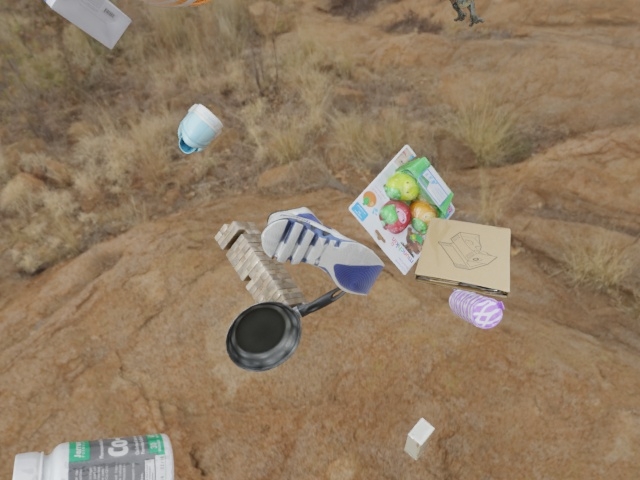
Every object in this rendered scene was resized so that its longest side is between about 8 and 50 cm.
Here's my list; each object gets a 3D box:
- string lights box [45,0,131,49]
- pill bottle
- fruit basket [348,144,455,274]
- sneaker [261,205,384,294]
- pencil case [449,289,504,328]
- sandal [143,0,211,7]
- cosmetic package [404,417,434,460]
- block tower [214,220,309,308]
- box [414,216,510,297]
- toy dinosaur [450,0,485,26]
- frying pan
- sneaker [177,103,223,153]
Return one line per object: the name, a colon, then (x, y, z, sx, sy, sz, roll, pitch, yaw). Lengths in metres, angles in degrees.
string lights box: (-0.504, -0.499, 1.039, 0.077, 0.133, 0.259, -52, 54, 6)
pill bottle: (-0.572, 0.612, 1.297, 0.360, 0.204, 0.204, 5, 44, -28)
fruit basket: (0.309, -0.113, 1.818, 0.353, 0.327, 0.165, -49, 17, -27)
sneaker: (-0.001, 0.000, 1.247, 0.315, 0.128, 0.182, 25, 19, -21)
pencil case: (0.416, 0.180, 1.381, 0.088, 0.206, 0.086, -21, 95, -1)
sandal: (-0.217, -0.336, 0.608, 0.101, 0.265, 0.076, -20, 75, 23)
cosmetic package: (0.246, 0.497, 1.279, 0.041, 0.115, 0.060, 35, 61, 28)
block tower: (-0.167, 0.084, 1.431, 0.097, 0.091, 0.335, 0, 47, -55)
box: (0.279, 0.026, 0.982, 0.164, 0.021, 0.201, 9, 36, 15)
toy dinosaur: (0.345, -0.586, 1.249, 0.064, 0.118, 0.268, -23, 41, 19)
frying pan: (-0.102, 0.187, 1.281, 0.326, 0.197, 0.053, -51, 30, 0)
sneaker: (-0.423, -0.364, 1.715, 0.135, 0.366, 0.150, 44, 86, -13)
